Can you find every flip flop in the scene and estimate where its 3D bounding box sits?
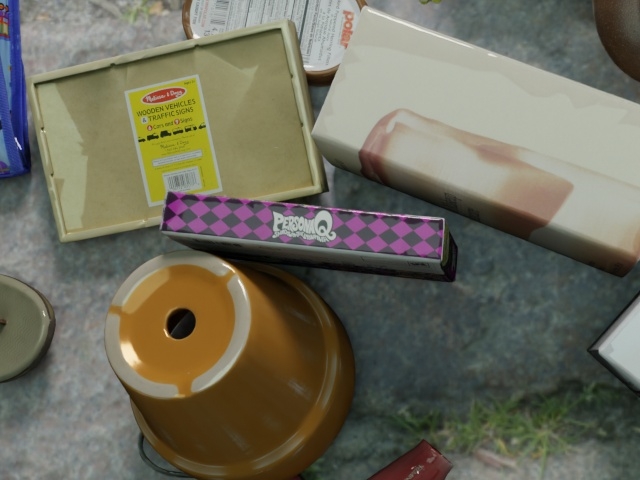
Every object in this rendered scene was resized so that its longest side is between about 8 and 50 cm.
[{"bbox_3d":[-0.390,0.058,1.207,0.277,0.080,0.112,23,88,11],"label":"flip flop"}]

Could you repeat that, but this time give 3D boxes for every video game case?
[{"bbox_3d":[0.000,0.000,1.085,0.232,0.210,0.041,6,84,10],"label":"video game case"}]

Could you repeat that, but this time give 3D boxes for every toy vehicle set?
[{"bbox_3d":[-0.138,-0.101,1.184,0.267,0.035,0.166,-10,92,12],"label":"toy vehicle set"}]

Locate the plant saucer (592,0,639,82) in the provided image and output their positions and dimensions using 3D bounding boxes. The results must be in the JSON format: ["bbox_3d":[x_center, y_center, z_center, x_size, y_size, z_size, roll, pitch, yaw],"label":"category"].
[{"bbox_3d":[0.333,-0.224,1.083,0.199,0.036,0.198,-7,114,-17],"label":"plant saucer"}]

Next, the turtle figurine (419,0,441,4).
[{"bbox_3d":[0.170,-0.320,1.107,0.217,0.087,0.269,25,92,14],"label":"turtle figurine"}]

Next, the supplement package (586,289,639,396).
[{"bbox_3d":[0.387,0.105,1.019,0.263,0.198,0.199,41,92,10],"label":"supplement package"}]

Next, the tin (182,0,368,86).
[{"bbox_3d":[-0.042,-0.210,1.202,0.190,0.040,0.106,10,90,10],"label":"tin"}]

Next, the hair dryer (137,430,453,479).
[{"bbox_3d":[-0.022,0.238,1.131,0.294,0.080,0.223,-10,82,8],"label":"hair dryer"}]

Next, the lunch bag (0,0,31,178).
[{"bbox_3d":[-0.410,-0.172,1.220,0.221,0.138,0.293,-6,93,6],"label":"lunch bag"}]

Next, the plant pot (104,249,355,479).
[{"bbox_3d":[-0.090,0.099,1.076,0.205,0.188,0.205,-5,68,14],"label":"plant pot"}]

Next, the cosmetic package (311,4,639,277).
[{"bbox_3d":[0.157,-0.083,1.099,0.296,0.153,0.129,22,87,12],"label":"cosmetic package"}]
